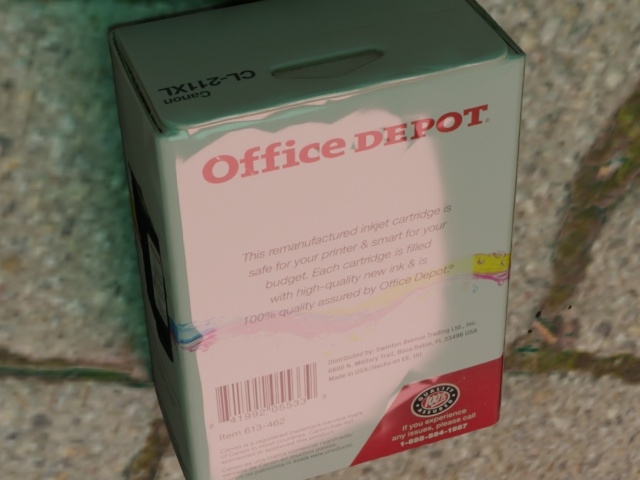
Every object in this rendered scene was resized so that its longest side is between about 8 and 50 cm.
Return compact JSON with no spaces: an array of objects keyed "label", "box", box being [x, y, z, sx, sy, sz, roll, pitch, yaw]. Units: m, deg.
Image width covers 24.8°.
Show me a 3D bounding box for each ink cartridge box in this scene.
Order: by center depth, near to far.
[{"label":"ink cartridge box","box":[0.000,0.000,0.534,0.127,0.072,0.175,-13,130,-14]}]
